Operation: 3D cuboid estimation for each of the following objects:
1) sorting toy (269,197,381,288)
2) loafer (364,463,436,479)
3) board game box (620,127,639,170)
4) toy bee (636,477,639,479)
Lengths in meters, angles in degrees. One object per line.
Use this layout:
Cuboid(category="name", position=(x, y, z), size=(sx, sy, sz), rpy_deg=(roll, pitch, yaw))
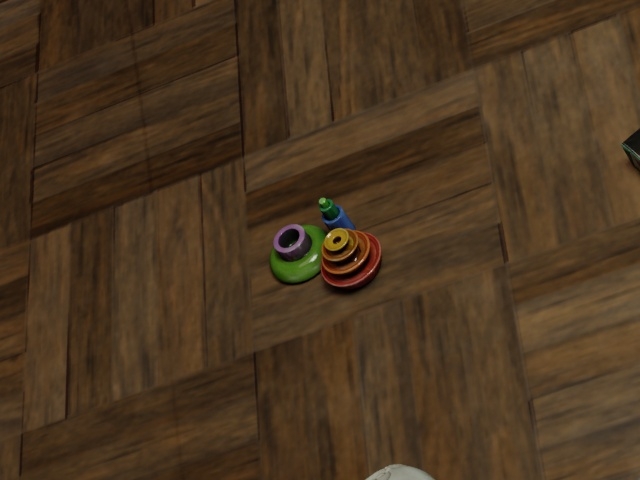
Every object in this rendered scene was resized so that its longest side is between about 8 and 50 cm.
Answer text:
Cuboid(category="sorting toy", position=(0.000, 0.000, 1.439), size=(0.102, 0.042, 0.061), rpy_deg=(9, 60, 37))
Cuboid(category="loafer", position=(-0.057, 0.243, 1.224), size=(0.319, 0.112, 0.111), rpy_deg=(-39, 53, -2))
Cuboid(category="board game box", position=(0.326, -0.036, 1.280), size=(0.136, 0.030, 0.260), rpy_deg=(-37, 44, -3))
Cuboid(category="toy bee", position=(0.164, 0.275, 1.061), size=(0.298, 0.162, 0.195), rpy_deg=(-45, 75, 9))
